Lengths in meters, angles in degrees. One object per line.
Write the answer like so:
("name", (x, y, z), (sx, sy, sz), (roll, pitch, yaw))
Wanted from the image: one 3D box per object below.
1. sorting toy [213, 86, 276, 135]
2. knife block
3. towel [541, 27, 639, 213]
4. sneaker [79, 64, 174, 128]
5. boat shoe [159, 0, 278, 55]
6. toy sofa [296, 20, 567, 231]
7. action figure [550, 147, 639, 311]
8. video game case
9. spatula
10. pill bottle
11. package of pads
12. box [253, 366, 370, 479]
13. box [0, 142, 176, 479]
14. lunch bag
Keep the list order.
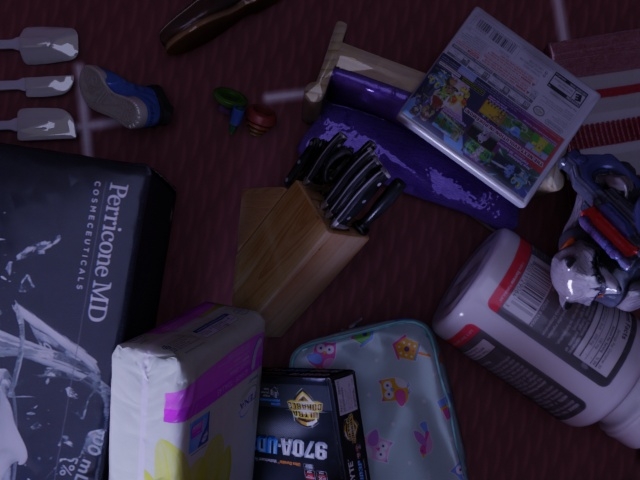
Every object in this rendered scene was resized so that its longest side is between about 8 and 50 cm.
("sorting toy", (-0.114, -0.178, 1.216), (0.101, 0.061, 0.042), (27, 121, 6))
("knife block", (0.000, 0.000, 1.119), (0.088, 0.242, 0.276), (9, 85, -47))
("towel", (0.462, -0.143, 1.237), (0.236, 0.037, 0.329), (-10, 89, -9))
("sneaker", (-0.272, -0.204, 1.207), (0.152, 0.084, 0.058), (33, 116, 31))
("boat shoe", (-0.144, -0.340, 1.210), (0.207, 0.073, 0.073), (-32, 87, -11))
("toy sofa", (0.152, -0.146, 1.171), (0.362, 0.150, 0.177), (20, 85, -1))
("action figure", (0.434, 0.042, 1.055), (0.330, 0.179, 0.341), (-6, 47, -23))
("video game case", (0.229, -0.172, 1.091), (0.201, 0.023, 0.183), (36, 82, 0))
("spatula", (-0.468, -0.224, 1.216), (0.241, 0.019, 0.168), (-1, 88, 2))
("pill bottle", (0.326, 0.139, 1.150), (0.318, 0.176, 0.176), (35, 86, 0))
("package of pads", (-0.158, 0.238, 1.025), (0.101, 0.229, 0.297), (9, 102, 18))
("box", (-0.036, 0.256, 1.105), (0.051, 0.220, 0.175), (-9, 92, -45))
("box", (-0.461, 0.118, 1.064), (0.471, 0.297, 0.480), (8, 87, -4))
("lunch bag", (0.074, 0.245, 1.163), (0.223, 0.108, 0.279), (-14, 86, 9))
